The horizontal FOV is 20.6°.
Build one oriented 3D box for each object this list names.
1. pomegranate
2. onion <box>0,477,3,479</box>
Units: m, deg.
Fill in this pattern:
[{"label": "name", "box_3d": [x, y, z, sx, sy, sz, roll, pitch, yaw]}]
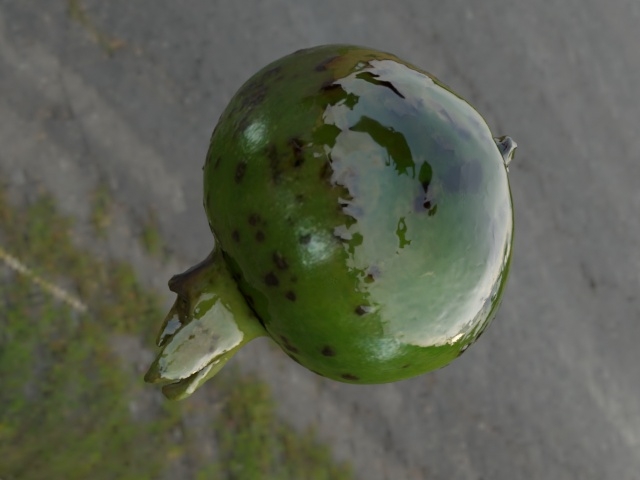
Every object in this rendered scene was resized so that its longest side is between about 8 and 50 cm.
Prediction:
[{"label": "pomegranate", "box_3d": [0.000, 0.000, 1.059, 0.211, 0.263, 0.211, 60, -2, 3]}, {"label": "onion", "box_3d": [-0.153, 0.106, 0.354, 0.281, 0.281, 0.221, 38, 32, -57]}]
